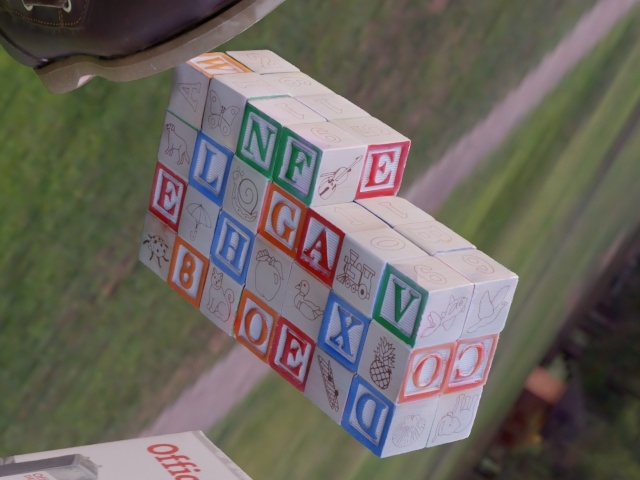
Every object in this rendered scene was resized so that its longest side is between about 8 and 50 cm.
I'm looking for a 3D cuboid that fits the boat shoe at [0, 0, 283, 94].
[{"bbox_3d":[-0.073,-0.098,0.676,0.073,0.073,0.207,-42,-161,-26],"label":"boat shoe"}]

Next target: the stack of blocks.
[{"bbox_3d":[0.000,0.000,1.348,0.087,0.297,0.171,-8,122,-40],"label":"stack of blocks"}]

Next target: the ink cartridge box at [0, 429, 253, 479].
[{"bbox_3d":[-0.118,0.146,0.702,0.158,0.218,0.092,-151,-121,-64],"label":"ink cartridge box"}]
